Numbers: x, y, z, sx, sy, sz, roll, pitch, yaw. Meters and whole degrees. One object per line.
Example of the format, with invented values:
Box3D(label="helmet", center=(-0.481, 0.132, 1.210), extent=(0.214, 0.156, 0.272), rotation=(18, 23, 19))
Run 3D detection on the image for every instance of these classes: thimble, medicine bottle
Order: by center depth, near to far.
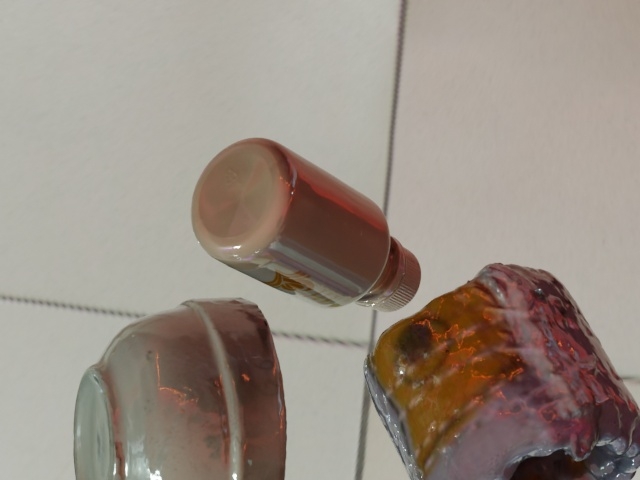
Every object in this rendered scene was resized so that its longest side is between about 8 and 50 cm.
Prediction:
Box3D(label="thimble", center=(0.102, 0.095, 0.821), extent=(0.127, 0.151, 0.118), rotation=(-35, 60, 11))
Box3D(label="medicine bottle", center=(0.000, 0.000, 1.354), extent=(0.114, 0.252, 0.114), rotation=(-14, 65, 32))

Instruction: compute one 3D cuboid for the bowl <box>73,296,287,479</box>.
Box3D(label="bowl", center=(-0.159, 0.210, 1.577), extent=(0.163, 0.307, 0.307), rotation=(1, 109, -23))
